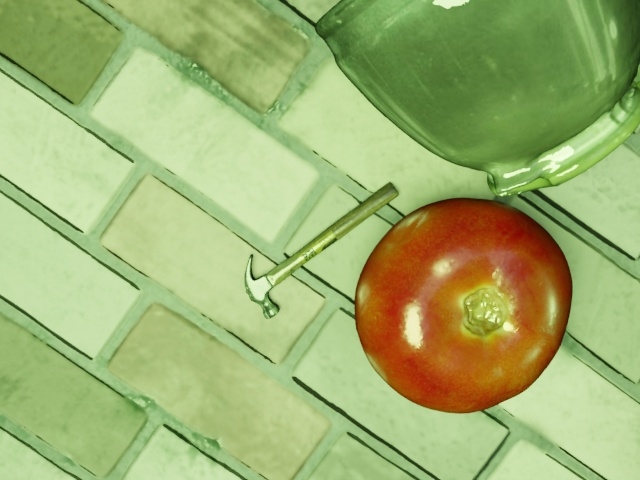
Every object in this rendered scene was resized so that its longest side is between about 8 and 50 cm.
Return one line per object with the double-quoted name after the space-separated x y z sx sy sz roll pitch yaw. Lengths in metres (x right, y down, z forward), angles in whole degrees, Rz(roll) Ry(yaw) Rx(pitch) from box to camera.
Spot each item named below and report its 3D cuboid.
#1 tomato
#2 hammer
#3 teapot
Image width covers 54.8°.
0.125 0.057 0.560 0.195 0.136 0.195 0 92 -4 "tomato"
0.000 0.000 0.614 0.182 0.017 0.062 -38 94 0 "hammer"
0.166 -0.183 0.537 0.239 0.322 0.239 -24 110 38 "teapot"
